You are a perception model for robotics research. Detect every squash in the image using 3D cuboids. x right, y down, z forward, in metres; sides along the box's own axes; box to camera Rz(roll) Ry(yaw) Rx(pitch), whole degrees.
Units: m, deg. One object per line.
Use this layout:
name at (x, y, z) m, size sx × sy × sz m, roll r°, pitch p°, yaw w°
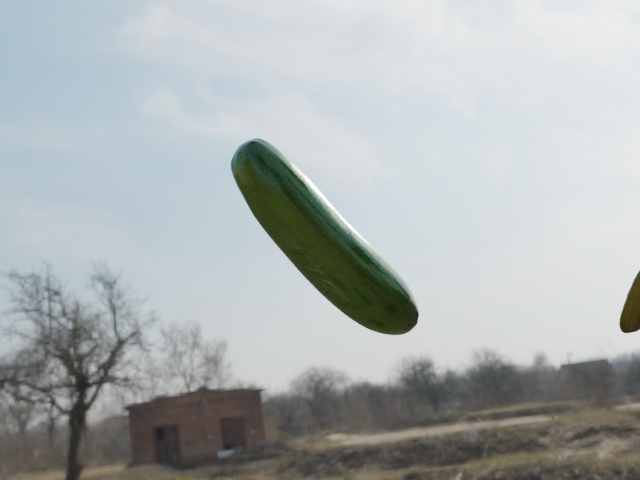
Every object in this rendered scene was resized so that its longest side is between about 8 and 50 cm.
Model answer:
squash at (-0.001, 0.002, 0.975) m, size 0.082 × 0.292 × 0.082 m, roll -44°, pitch 1°, yaw 1°

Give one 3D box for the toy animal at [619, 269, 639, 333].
toy animal at (0.261, -0.040, 0.550) m, size 0.219 × 0.155 × 0.095 m, roll -36°, pitch -11°, yaw 14°
